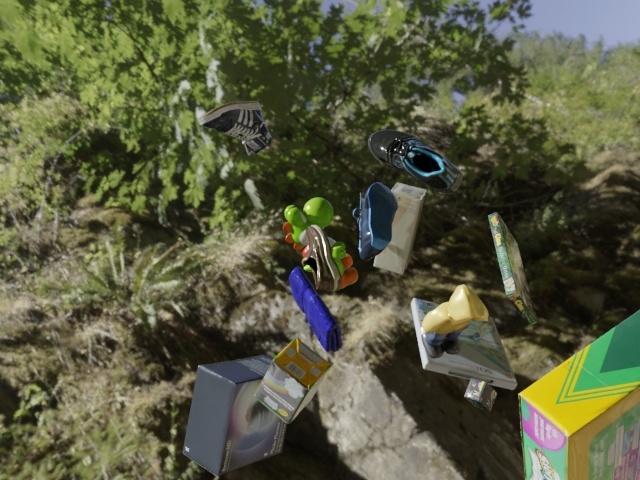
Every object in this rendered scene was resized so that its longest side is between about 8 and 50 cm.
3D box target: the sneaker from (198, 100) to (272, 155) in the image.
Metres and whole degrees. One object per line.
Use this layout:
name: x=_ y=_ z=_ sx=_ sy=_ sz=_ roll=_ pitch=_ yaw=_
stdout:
sneaker: x=-0.244 y=-0.333 z=1.774 sx=0.099 sy=0.153 sz=0.282 roll=-18 pitch=7 yaw=30

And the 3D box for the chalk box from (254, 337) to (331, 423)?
chalk box: x=-0.086 y=0.410 z=1.654 sx=0.132 sy=0.132 sz=0.213 roll=-36 pitch=-22 yaw=-52

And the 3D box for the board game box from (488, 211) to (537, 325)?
board game box: x=0.463 y=0.064 z=1.414 sx=0.030 sy=0.260 sz=0.136 roll=-27 pitch=-51 yaw=27

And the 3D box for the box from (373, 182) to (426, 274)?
box: x=0.302 y=-0.045 z=2.220 sx=0.148 sy=0.121 sz=0.311 roll=-47 pitch=-30 yaw=-64

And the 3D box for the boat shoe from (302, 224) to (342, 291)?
boat shoe: x=-0.014 y=0.052 z=1.885 sx=0.095 sy=0.257 sz=0.095 roll=-9 pitch=-41 yaw=-18

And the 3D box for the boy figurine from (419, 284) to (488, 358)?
boy figurine: x=0.337 y=0.195 z=1.433 sx=0.177 sy=0.092 sz=0.285 roll=-8 pitch=-28 yaw=-12

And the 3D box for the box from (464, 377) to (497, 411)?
box: x=0.461 y=0.443 z=1.683 sx=0.083 sy=0.052 sz=0.062 roll=43 pitch=-114 yaw=-38

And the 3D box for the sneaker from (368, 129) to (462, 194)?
sneaker: x=0.276 y=-0.266 z=1.787 sx=0.125 sy=0.340 sz=0.139 roll=-60 pitch=-32 yaw=3

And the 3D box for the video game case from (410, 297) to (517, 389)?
video game case: x=0.456 y=0.327 z=1.902 sx=0.299 sy=0.329 sz=0.036 roll=15 pitch=-61 yaw=-8

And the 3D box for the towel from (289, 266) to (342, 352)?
towel: x=-0.026 y=0.273 z=2.260 sx=0.076 sy=0.308 sz=0.228 roll=-29 pitch=-33 yaw=-12

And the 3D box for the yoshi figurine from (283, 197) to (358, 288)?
yoshi figurine: x=0.024 y=-0.012 z=2.113 sx=0.362 sy=0.203 sz=0.203 roll=52 pitch=-129 yaw=-30

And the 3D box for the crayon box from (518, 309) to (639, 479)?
crayon box: x=0.482 y=0.302 z=0.952 sx=0.313 sy=0.106 sz=0.363 roll=-28 pitch=-52 yaw=-13

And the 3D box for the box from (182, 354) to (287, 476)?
box: x=-0.252 y=0.547 z=1.870 sx=0.294 sy=0.182 sz=0.296 roll=3 pitch=-81 yaw=-52

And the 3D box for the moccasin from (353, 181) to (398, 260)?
moccasin: x=0.163 y=-0.069 z=1.887 sx=0.117 sy=0.137 sz=0.342 roll=-53 pitch=8 yaw=35
